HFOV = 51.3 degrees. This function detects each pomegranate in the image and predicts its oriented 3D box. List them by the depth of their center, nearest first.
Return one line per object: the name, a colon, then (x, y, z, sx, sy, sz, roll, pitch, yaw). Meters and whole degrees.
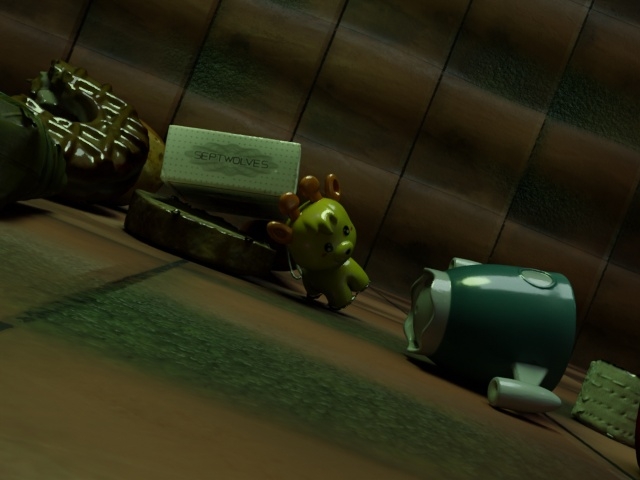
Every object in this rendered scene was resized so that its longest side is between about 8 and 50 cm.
pomegranate: (-0.433, -0.181, 1.403, 0.216, 0.215, 0.215, 22, 0, 0)

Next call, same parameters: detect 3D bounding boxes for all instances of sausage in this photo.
sausage: (-0.092, 0.011, 1.274, 0.097, 0.093, 0.348, 23, -3, -16)

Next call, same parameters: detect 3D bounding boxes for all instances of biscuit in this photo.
biscuit: (-0.430, -0.185, 1.151, 0.268, 0.115, 0.366, 31, 26, -15)

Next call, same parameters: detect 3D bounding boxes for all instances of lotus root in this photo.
lotus root: (-0.212, -0.018, 1.038, 0.261, 0.074, 0.170, 24, 2, 41)

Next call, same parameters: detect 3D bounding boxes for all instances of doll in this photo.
doll: (0.000, 0.000, 1.042, 0.135, 0.143, 0.220, 26, -30, 48)

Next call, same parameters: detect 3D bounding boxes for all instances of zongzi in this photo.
zongzi: (-0.417, -0.125, 0.749, 0.251, 0.125, 0.274, 29, -4, -11)

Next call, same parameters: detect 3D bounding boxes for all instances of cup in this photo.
cup: (0.202, 0.103, 0.837, 0.173, 0.167, 0.299, 13, 26, -6)

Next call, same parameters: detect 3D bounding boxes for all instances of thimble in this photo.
thimble: (0.407, 0.219, 0.892, 0.115, 0.090, 0.102, 23, 1, 20)

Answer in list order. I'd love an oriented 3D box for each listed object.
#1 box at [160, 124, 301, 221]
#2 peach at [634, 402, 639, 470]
box: (-0.147, -0.107, 1.175, 0.210, 0.095, 0.330, 8, -7, -3)
peach: (0.397, 0.197, 0.610, 0.196, 0.226, 0.189, -13, -52, 21)
